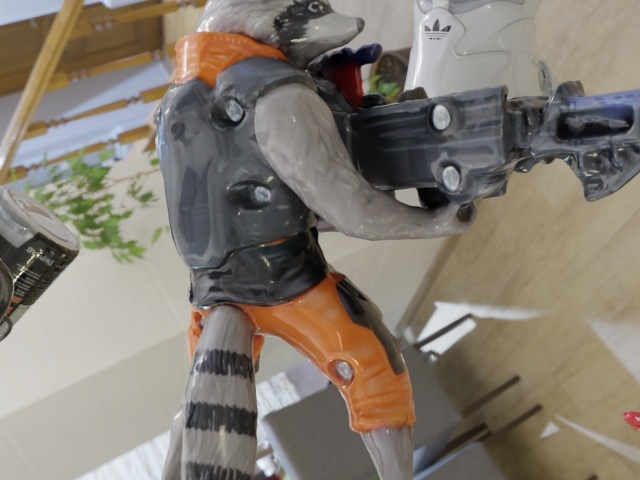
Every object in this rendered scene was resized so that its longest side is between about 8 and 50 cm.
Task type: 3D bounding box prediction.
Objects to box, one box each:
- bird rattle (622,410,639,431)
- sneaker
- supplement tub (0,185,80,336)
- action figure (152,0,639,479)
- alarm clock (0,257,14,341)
[{"bbox_3d":[0.420,0.135,0.673,0.207,0.254,0.143,-52,54,32],"label":"bird rattle"},{"bbox_3d":[0.216,-0.208,0.781,0.137,0.366,0.210,19,113,36],"label":"sneaker"},{"bbox_3d":[-0.371,0.043,0.754,0.117,0.190,0.117,43,179,1],"label":"supplement tub"},{"bbox_3d":[0.000,0.000,0.372,0.341,0.179,0.330,-11,84,44],"label":"action figure"},{"bbox_3d":[-0.220,0.035,0.346,0.064,0.129,0.192,50,174,20],"label":"alarm clock"}]
